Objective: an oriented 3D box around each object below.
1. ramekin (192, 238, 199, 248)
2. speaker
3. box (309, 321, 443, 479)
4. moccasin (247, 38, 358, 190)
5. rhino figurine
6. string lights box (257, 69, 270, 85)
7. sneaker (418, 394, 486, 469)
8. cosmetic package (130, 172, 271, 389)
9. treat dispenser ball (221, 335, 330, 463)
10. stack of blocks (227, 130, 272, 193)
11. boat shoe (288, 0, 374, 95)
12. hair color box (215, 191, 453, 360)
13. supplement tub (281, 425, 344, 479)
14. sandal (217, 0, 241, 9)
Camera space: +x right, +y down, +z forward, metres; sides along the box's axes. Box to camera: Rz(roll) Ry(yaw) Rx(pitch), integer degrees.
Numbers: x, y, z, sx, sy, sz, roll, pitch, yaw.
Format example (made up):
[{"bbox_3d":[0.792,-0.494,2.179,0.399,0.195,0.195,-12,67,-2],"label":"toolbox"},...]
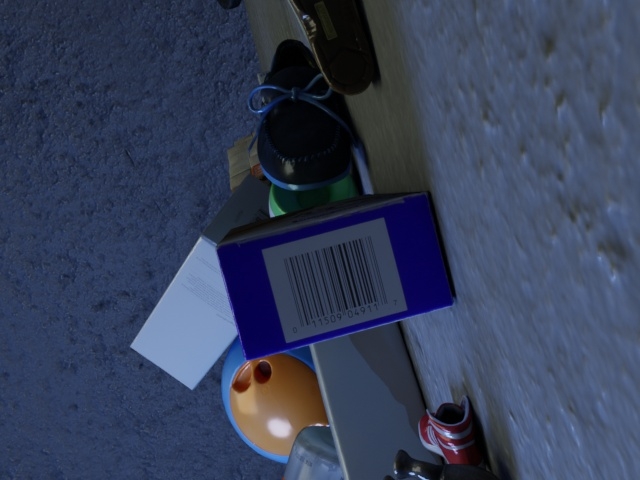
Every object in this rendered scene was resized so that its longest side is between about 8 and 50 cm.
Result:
[{"bbox_3d":[-0.107,0.038,1.769,0.148,0.303,0.303,-55,30,25],"label":"ramekin"},{"bbox_3d":[0.000,0.000,1.222,0.297,0.131,0.131,81,173,-61],"label":"speaker"},{"bbox_3d":[0.077,0.253,1.083,0.148,0.121,0.311,83,172,-64],"label":"box"},{"bbox_3d":[-0.041,-0.178,1.110,0.342,0.137,0.117,-112,13,-59],"label":"moccasin"},{"bbox_3d":[0.116,0.263,0.735,0.243,0.106,0.073,78,-152,-51],"label":"rhino figurine"},{"bbox_3d":[-0.049,-0.207,1.565,0.260,0.076,0.133,-108,3,-48],"label":"string lights box"},{"bbox_3d":[0.116,0.169,0.773,0.118,0.042,0.067,-145,36,-73],"label":"sneaker"},{"bbox_3d":[-0.178,0.082,1.480,0.365,0.155,0.197,-50,7,41],"label":"cosmetic package"},{"bbox_3d":[-0.034,0.257,1.497,0.288,0.288,0.288,165,90,-87],"label":"treat dispenser ball"},{"bbox_3d":[-0.105,-0.119,1.624,0.297,0.087,0.171,-105,-12,-59],"label":"stack of blocks"},{"bbox_3d":[0.003,-0.230,0.794,0.072,0.068,0.190,-51,-53,-80],"label":"boat shoe"},{"bbox_3d":[0.000,0.020,0.842,0.339,0.185,0.110,-164,60,-85],"label":"hair color box"},{"bbox_3d":[0.014,0.470,1.250,0.207,0.207,0.338,-164,91,-86],"label":"supplement tub"},{"bbox_3d":[-0.125,-0.527,1.443,0.445,0.107,0.168,166,91,-74],"label":"sandal"}]
